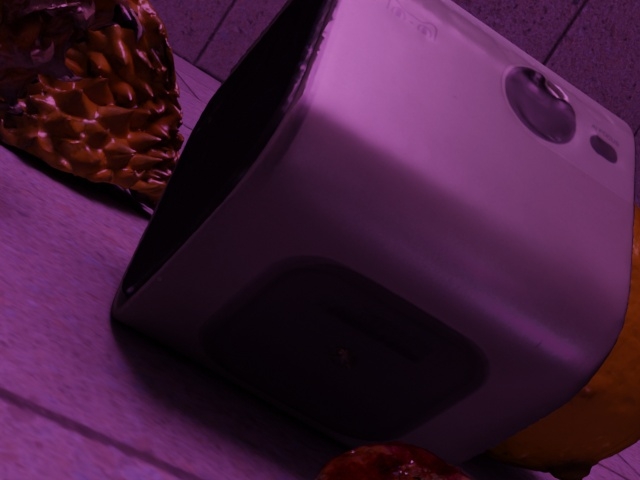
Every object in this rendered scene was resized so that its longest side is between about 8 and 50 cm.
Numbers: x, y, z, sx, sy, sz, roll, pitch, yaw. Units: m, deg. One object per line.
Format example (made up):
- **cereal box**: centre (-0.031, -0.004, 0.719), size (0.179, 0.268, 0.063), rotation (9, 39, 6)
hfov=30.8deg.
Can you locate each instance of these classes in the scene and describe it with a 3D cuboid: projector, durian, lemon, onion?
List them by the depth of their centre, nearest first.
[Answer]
- **onion**: centre (0.038, 0.150, 0.565), size (0.107, 0.097, 0.107), rotation (14, 36, -10)
- **projector**: centre (0.038, -0.016, 0.794), size (0.249, 0.248, 0.248), rotation (31, 47, -16)
- **lemon**: centre (0.195, 0.065, 1.041), size (0.260, 0.261, 0.283), rotation (-9, 81, -79)
- **durian**: centre (-0.237, -0.178, 1.100), size (0.305, 0.195, 0.185), rotation (40, 16, 27)

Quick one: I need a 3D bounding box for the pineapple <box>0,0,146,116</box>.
- **pineapple**: centre (-0.287, -0.253, 0.771), size (0.352, 0.352, 0.300), rotation (35, 9, 10)
